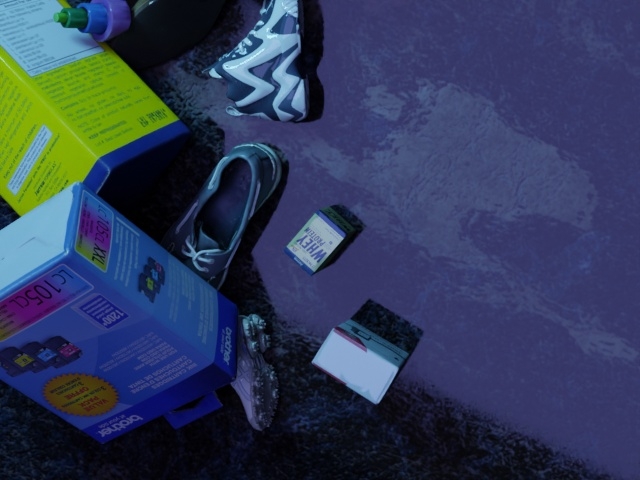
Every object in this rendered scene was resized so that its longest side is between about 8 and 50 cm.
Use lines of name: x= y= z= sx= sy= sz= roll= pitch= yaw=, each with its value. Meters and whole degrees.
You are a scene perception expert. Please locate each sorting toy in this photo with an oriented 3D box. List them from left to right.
sorting toy: x=-0.391 y=-0.451 z=1.543 sx=0.127 sy=0.126 sz=0.365 roll=-32 pitch=74 yaw=43

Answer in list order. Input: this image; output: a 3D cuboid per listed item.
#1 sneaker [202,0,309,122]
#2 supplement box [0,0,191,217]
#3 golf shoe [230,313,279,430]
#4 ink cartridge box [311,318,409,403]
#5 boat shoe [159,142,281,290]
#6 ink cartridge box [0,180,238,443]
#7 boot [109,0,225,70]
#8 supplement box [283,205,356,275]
sneaker: x=-0.100 y=-0.286 z=1.555 sx=0.153 sy=0.094 sz=0.234 roll=-4 pitch=104 yaw=4
supplement box: x=-0.402 y=-0.194 z=1.551 sx=0.356 sy=0.194 sz=0.195 roll=46 pitch=127 yaw=5
golf shoe: x=-0.116 y=0.201 z=1.630 sx=0.086 sy=0.069 sz=0.176 roll=-9 pitch=88 yaw=30
ink cartridge box: x=0.061 y=0.170 z=1.535 sx=0.109 sy=0.150 sz=0.063 roll=31 pitch=97 yaw=8
boat shoe: x=-0.174 y=-0.007 z=1.595 sx=0.116 sy=0.099 sz=0.319 roll=36 pitch=102 yaw=6
ink cartridge box: x=-0.301 y=0.130 z=1.525 sx=0.270 sy=0.151 sz=0.395 roll=-28 pitch=131 yaw=24
boot: x=-0.206 y=-0.379 z=1.587 sx=0.305 sy=0.112 sz=0.115 roll=-43 pitch=55 yaw=17
supplement box: x=0.000 y=0.000 z=1.565 sx=0.056 sy=0.083 sz=0.083 roll=42 pitch=102 yaw=6
